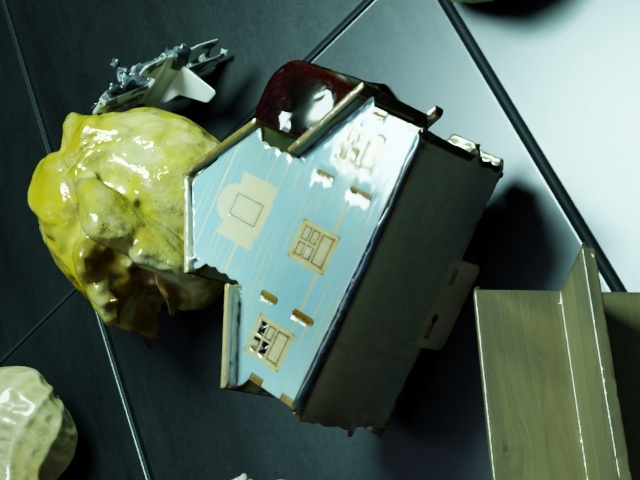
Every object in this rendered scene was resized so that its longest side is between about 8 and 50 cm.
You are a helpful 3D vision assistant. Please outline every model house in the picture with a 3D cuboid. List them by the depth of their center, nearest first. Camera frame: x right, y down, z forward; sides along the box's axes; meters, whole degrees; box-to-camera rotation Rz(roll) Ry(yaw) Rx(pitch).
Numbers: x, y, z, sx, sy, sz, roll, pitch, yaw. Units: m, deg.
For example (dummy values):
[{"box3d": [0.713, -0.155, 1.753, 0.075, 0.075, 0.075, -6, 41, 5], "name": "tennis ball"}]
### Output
[{"box3d": [0.000, 0.000, 0.986, 0.206, 0.178, 0.271, 27, 98, 37], "name": "model house"}]

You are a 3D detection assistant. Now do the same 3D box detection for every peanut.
[{"box3d": [-0.331, 0.247, 1.254, 0.196, 0.110, 0.233, -12, 67, 39], "name": "peanut"}]

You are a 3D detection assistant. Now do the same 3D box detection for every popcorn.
[{"box3d": [-0.166, -0.028, 1.148, 0.190, 0.191, 0.253, -33, 51, -12], "name": "popcorn"}]

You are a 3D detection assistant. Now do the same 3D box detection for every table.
[{"box3d": [0.179, 0.132, 0.819, 0.167, 0.167, 0.227, -26, 52, 34], "name": "table"}]

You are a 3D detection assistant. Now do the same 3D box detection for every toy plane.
[{"box3d": [-0.178, -0.151, 1.237, 0.234, 0.160, 0.082, -19, 99, 55], "name": "toy plane"}]

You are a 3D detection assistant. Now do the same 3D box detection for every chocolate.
[{"box3d": [-0.005, -0.114, 1.095, 0.148, 0.080, 0.125, -23, 63, 37], "name": "chocolate"}]

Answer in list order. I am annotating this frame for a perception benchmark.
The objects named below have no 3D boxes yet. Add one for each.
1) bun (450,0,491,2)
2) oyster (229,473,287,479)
[{"box3d": [0.122, -0.290, 1.015, 0.164, 0.111, 0.188, 1, 74, 39], "name": "bun"}, {"box3d": [-0.057, 0.322, 0.993, 0.351, 0.114, 0.238, -38, 63, 33], "name": "oyster"}]
